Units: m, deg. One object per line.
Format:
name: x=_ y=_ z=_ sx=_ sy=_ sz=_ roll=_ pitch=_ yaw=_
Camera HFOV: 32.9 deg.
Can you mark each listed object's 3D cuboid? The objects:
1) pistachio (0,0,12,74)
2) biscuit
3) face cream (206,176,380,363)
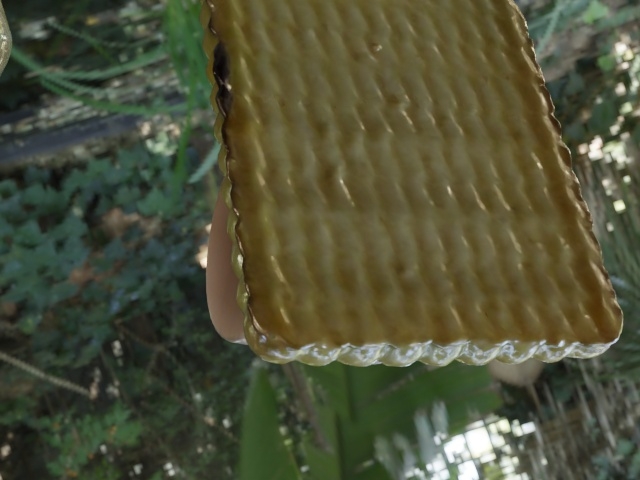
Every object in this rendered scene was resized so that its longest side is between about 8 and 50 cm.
pistachio: x=-0.270 y=-0.101 z=0.620 sx=0.138 sy=0.153 sz=0.238 roll=14 pitch=-133 yaw=18
biscuit: x=0.030 y=-0.059 z=0.505 sx=0.172 sy=0.254 sz=0.029 roll=1 pitch=148 yaw=-18
face cream: x=0.000 y=0.000 z=0.695 sx=0.104 sy=0.149 sz=0.149 roll=12 pitch=167 yaw=-24
